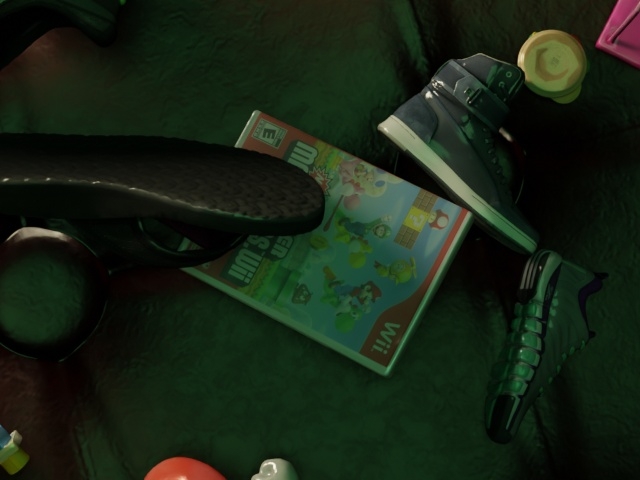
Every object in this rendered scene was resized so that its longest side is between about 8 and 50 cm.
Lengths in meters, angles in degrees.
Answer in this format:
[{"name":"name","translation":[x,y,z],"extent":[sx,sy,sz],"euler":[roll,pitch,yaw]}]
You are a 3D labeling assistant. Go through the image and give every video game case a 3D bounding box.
[{"name":"video game case","translation":[0.000,0.000,1.553],"extent":[0.285,0.025,0.204],"euler":[27,84,17]}]

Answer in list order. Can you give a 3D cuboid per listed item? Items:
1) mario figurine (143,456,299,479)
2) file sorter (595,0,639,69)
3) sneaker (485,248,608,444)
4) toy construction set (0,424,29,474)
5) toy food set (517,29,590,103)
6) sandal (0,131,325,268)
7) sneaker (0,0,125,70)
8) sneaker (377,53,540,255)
[{"name":"mario figurine","translation":[-0.080,0.369,1.524],"extent":[0.320,0.170,0.198],"euler":[52,43,-5]},{"name":"file sorter","translation":[0.495,-0.257,1.544],"extent":[0.290,0.182,0.202],"euler":[27,85,2]},{"name":"sneaker","translation":[0.256,0.127,1.555],"extent":[0.098,0.083,0.224],"euler":[18,88,-11]},{"name":"toy construction set","translation":[-0.449,0.317,1.468],"extent":[0.151,0.215,0.328],"euler":[35,88,-16]},{"name":"toy food set","translation":[0.270,-0.205,1.617],"extent":[0.083,0.020,0.083],"euler":[20,84,2]},{"name":"sandal","translation":[-0.208,-0.042,1.537],"extent":[0.445,0.167,0.107],"euler":[6,119,13]},{"name":"sneaker","translation":[-0.443,-0.250,1.517],"extent":[0.482,0.185,0.202],"euler":[-9,88,7]},{"name":"sneaker","translation":[0.200,-0.107,1.573],"extent":[0.163,0.086,0.226],"euler":[-45,85,-2]}]
